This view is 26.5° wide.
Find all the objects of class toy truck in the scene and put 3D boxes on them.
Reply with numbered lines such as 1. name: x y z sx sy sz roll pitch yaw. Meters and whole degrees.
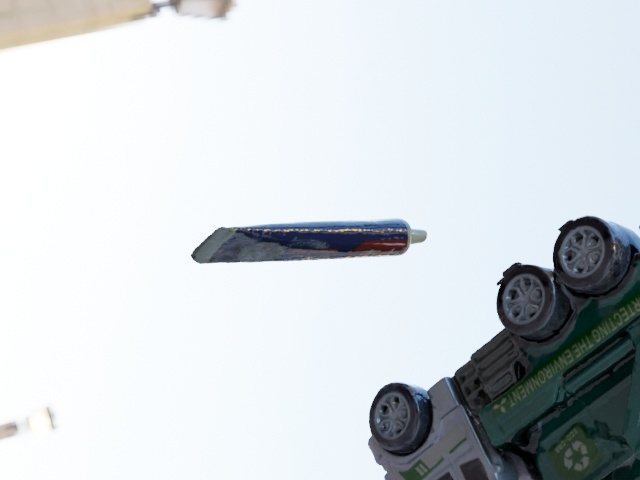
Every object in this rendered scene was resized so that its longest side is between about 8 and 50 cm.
1. toy truck: 0.129 0.085 0.681 0.216 0.110 0.116 -43 -129 27

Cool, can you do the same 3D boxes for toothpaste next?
1. toothpaste: 0.000 0.000 0.703 0.037 0.140 0.021 -43 -122 47
